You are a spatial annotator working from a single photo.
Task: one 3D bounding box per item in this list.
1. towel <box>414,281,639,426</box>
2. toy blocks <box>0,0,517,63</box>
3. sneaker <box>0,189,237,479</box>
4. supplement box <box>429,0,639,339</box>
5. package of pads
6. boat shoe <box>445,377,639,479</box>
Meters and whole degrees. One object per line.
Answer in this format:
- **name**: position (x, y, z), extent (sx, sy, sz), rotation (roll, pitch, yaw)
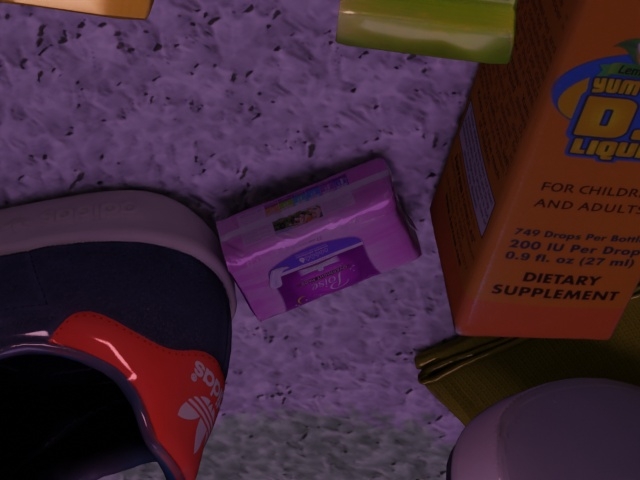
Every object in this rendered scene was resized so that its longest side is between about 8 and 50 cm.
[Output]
- **towel**: position (0.172, 0.049, 0.901), extent (0.237, 0.021, 0.102), rotation (-22, 136, 21)
- **toy blocks**: position (0.023, -0.211, 0.485), extent (0.381, 0.191, 0.261), rotation (8, 126, 1)
- **sneaker**: position (-0.208, 0.084, 0.814), extent (0.350, 0.148, 0.131), rotation (-14, 139, 13)
- **supplement box**: position (0.109, -0.059, 0.726), extent (0.078, 0.080, 0.233), rotation (3, 137, -11)
- **package of pads**: position (0.000, 0.000, 0.812), extent (0.083, 0.032, 0.050), rotation (-22, 137, 5)
- **boat shoe**: position (0.167, 0.169, 0.961), extent (0.367, 0.136, 0.156), rotation (15, 145, -42)
